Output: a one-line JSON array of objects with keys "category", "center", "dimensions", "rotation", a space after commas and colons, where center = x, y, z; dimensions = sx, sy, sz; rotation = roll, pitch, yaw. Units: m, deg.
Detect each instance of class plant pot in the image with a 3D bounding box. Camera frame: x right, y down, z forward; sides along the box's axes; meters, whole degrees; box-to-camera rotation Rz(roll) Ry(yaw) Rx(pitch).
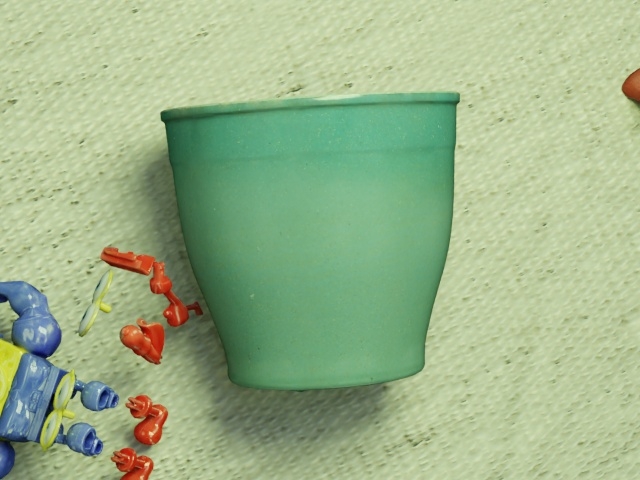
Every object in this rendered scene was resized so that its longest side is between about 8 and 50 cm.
[{"category": "plant pot", "center": [0.000, 0.000, 1.330], "dimensions": [0.272, 0.272, 0.255], "rotation": [-5, 93, -12]}]

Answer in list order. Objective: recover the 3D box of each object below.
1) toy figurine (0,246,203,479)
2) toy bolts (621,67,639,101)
[{"category": "toy figurine", "center": [-0.282, 0.168, 1.315], "dimensions": [0.217, 0.191, 0.362], "rotation": [14, 81, 23]}, {"category": "toy bolts", "center": [0.425, -0.212, 1.500], "dimensions": [0.229, 0.158, 0.218], "rotation": [-32, 85, -16]}]
